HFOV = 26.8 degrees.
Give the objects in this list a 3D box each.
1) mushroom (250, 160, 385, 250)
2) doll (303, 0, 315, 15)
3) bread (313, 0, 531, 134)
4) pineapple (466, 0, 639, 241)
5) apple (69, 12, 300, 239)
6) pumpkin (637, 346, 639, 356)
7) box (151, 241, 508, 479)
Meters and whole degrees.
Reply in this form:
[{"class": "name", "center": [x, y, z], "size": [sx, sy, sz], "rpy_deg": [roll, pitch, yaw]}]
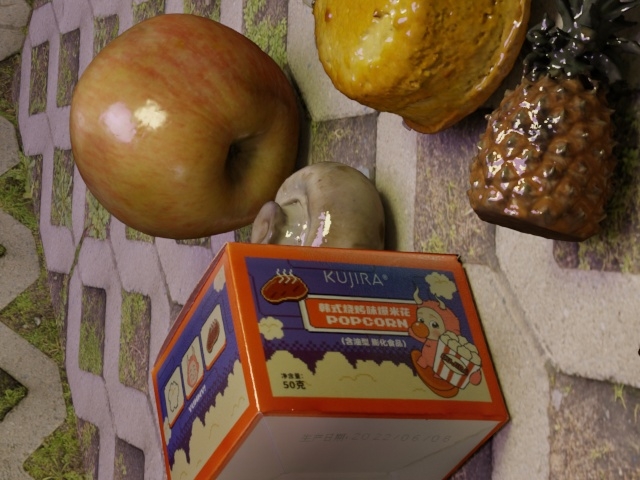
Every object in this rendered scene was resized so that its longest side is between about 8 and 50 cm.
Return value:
[{"class": "mushroom", "center": [0.000, 0.000, 1.975], "size": [0.255, 0.184, 0.255], "rpy_deg": [-53, 27, 42]}, {"class": "doll", "center": [0.003, -0.456, 2.110], "size": [0.141, 0.117, 0.296], "rpy_deg": [-60, 36, 33]}, {"class": "bread", "center": [0.126, -0.323, 1.744], "size": [0.358, 0.204, 0.336], "rpy_deg": [133, 141, -55]}, {"class": "pineapple", "center": [0.274, -0.173, 1.493], "size": [0.169, 0.169, 0.340], "rpy_deg": [15, 91, 64]}, {"class": "apple", "center": [-0.220, -0.182, 2.229], "size": [0.346, 0.391, 0.391], "rpy_deg": [34, 118, 36]}, {"class": "pumpkin", "center": [0.362, 0.111, 1.355], "size": [0.083, 0.054, 0.074], "rpy_deg": [55, 138, 46]}, {"class": "box", "center": [-0.002, 0.192, 1.749], "size": [0.318, 0.349, 0.257], "rpy_deg": [122, 143, -46]}]
